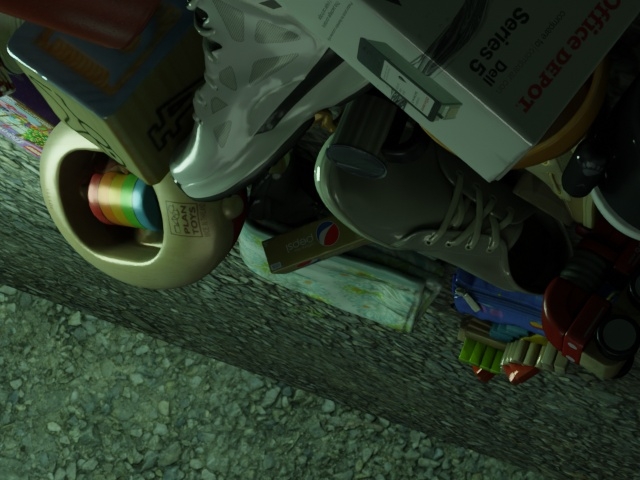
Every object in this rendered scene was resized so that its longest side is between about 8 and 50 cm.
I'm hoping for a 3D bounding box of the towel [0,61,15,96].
[{"bbox_3d":[-0.536,-0.325,1.777,0.329,0.037,0.237,61,156,-14],"label":"towel"}]

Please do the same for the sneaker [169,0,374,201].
[{"bbox_3d":[-0.097,-0.233,1.542,0.257,0.169,0.447,39,135,-17],"label":"sneaker"}]

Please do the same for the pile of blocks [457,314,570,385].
[{"bbox_3d":[0.337,0.202,2.420,0.149,0.113,0.362,27,161,-14],"label":"pile of blocks"}]

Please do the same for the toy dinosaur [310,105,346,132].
[{"bbox_3d":[-0.014,-0.169,1.791,0.112,0.064,0.211,16,130,-24],"label":"toy dinosaur"}]

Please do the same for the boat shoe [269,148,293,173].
[{"bbox_3d":[-0.074,-0.191,1.832,0.080,0.073,0.223,12,140,19],"label":"boat shoe"}]

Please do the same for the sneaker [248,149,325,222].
[{"bbox_3d":[-0.044,-0.093,2.072,0.130,0.109,0.286,12,169,0],"label":"sneaker"}]

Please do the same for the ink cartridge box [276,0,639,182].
[{"bbox_3d":[0.124,-0.219,1.196,0.273,0.198,0.115,40,160,-1],"label":"ink cartridge box"}]

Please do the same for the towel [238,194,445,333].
[{"bbox_3d":[0.027,0.047,2.381,0.374,0.090,0.320,22,162,3],"label":"towel"}]

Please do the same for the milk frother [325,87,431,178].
[{"bbox_3d":[0.064,-0.169,1.630,0.129,0.135,0.143,1,152,46],"label":"milk frother"}]

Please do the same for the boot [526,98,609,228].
[{"bbox_3d":[0.252,-0.115,1.623,0.203,0.095,0.262,14,159,24],"label":"boot"}]

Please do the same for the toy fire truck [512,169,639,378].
[{"bbox_3d":[0.352,0.031,1.775,0.246,0.217,0.158,32,166,18],"label":"toy fire truck"}]

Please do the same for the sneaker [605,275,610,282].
[{"bbox_3d":[0.475,0.094,2.050,0.071,0.066,0.188,33,163,26],"label":"sneaker"}]

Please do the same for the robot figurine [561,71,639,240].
[{"bbox_3d":[0.382,-0.101,1.392,0.209,0.173,0.278,24,163,3],"label":"robot figurine"}]

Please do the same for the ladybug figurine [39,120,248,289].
[{"bbox_3d":[-0.273,-0.080,2.137,0.449,0.162,0.305,13,118,41],"label":"ladybug figurine"}]

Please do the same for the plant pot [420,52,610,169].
[{"bbox_3d":[0.212,-0.164,1.402,0.205,0.205,0.188,15,176,23],"label":"plant pot"}]

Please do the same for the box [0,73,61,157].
[{"bbox_3d":[-0.528,-0.236,2.273,0.201,0.057,0.293,4,155,47],"label":"box"}]

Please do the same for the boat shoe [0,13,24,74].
[{"bbox_3d":[-0.361,-0.319,1.745,0.156,0.136,0.367,19,153,0],"label":"boat shoe"}]

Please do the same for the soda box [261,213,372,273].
[{"bbox_3d":[0.000,0.000,2.168,0.181,0.058,0.061,-20,170,21],"label":"soda box"}]

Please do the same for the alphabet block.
[{"bbox_3d":[-0.244,-0.222,1.684,0.192,0.193,0.197,37,168,21],"label":"alphabet block"}]

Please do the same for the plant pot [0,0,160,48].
[{"bbox_3d":[-0.293,-0.341,1.391,0.265,0.272,0.272,22,164,-24],"label":"plant pot"}]

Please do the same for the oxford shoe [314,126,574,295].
[{"bbox_3d":[0.186,-0.038,1.804,0.449,0.169,0.130,25,177,-33],"label":"oxford shoe"}]

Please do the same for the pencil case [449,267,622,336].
[{"bbox_3d":[0.333,0.092,2.004,0.306,0.133,0.119,20,122,40],"label":"pencil case"}]
